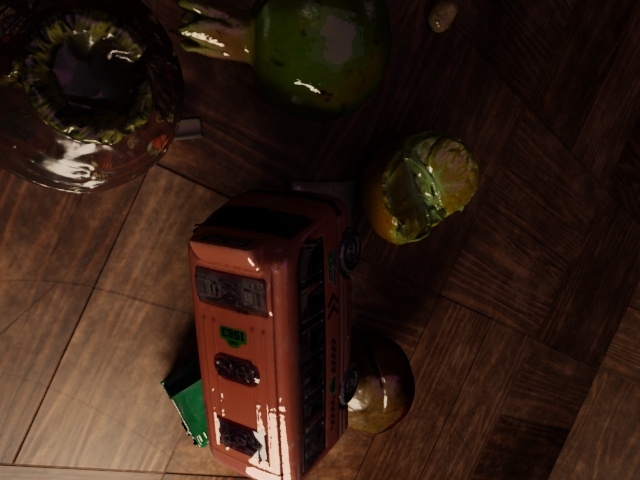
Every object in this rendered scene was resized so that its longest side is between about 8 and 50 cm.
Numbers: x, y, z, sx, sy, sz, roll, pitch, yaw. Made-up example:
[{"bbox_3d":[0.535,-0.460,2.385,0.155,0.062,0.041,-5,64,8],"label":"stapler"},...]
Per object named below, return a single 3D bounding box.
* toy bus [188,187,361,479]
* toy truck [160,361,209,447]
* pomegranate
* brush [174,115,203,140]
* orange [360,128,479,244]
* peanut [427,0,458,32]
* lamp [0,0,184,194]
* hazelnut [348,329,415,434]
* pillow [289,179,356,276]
[{"bbox_3d":[-0.073,0.145,0.769,0.233,0.202,0.428,-32,126,-56],"label":"toy bus"},{"bbox_3d":[-0.213,0.284,0.839,0.065,0.079,0.147,-29,121,-24],"label":"toy truck"},{"bbox_3d":[-0.047,-0.287,0.701,0.301,0.236,0.236,-4,109,-9],"label":"pomegranate"},{"bbox_3d":[-0.264,-0.154,0.699,0.190,0.027,0.034,-12,108,-23],"label":"brush"},{"bbox_3d":[0.170,-0.107,0.923,0.237,0.158,0.179,-38,124,-18],"label":"orange"},{"bbox_3d":[0.240,-0.451,0.928,0.053,0.054,0.113,16,99,-37],"label":"peanut"},{"bbox_3d":[-0.261,-0.168,0.523,0.246,0.247,0.247,-11,111,-31],"label":"lamp"},{"bbox_3d":[0.100,0.274,1.000,0.208,0.208,0.208,-11,111,-31],"label":"hazelnut"},{"bbox_3d":[0.000,0.000,0.912,0.148,0.050,0.230,-8,106,-37],"label":"pillow"}]
